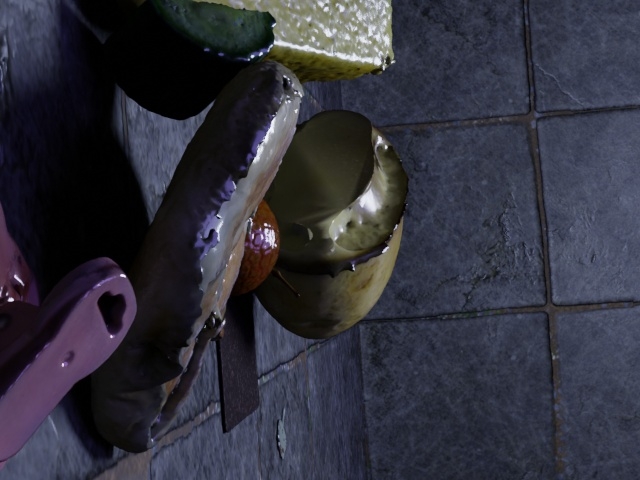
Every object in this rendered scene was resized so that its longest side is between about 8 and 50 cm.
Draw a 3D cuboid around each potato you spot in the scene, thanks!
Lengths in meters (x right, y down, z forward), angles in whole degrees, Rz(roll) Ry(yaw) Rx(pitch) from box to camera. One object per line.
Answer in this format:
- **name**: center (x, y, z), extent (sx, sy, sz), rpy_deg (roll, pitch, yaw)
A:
- **potato**: center (0.000, 0.000, 1.406), extent (0.243, 0.242, 0.285), rpy_deg (79, 3, -46)

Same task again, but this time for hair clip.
- **hair clip**: center (-0.181, 0.054, 0.612), extent (0.138, 0.102, 0.123), rpy_deg (-54, 152, -24)

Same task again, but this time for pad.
- **pad**: center (-0.105, 0.051, 1.342), extent (0.220, 0.004, 0.330), rpy_deg (7, 79, -83)

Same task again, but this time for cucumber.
- **cucumber**: center (-0.105, -0.145, 0.899), extent (0.115, 0.116, 0.062), rpy_deg (-32, -114, 47)

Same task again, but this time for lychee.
- **lychee**: center (-0.088, 0.007, 1.105), extent (0.140, 0.101, 0.114), rpy_deg (70, 5, -80)

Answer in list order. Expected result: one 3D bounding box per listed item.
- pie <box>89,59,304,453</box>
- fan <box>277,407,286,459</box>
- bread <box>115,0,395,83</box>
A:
- **pie**: center (-0.090, -0.001, 0.867), extent (0.337, 0.075, 0.338), rpy_deg (20, 90, -90)
- **fan**: center (-0.055, 0.275, 1.614), extent (0.083, 0.004, 0.056), rpy_deg (-86, 169, -48)
- **bread**: center (-0.059, -0.273, 0.996), extent (0.361, 0.244, 0.233), rpy_deg (-8, 95, -87)
